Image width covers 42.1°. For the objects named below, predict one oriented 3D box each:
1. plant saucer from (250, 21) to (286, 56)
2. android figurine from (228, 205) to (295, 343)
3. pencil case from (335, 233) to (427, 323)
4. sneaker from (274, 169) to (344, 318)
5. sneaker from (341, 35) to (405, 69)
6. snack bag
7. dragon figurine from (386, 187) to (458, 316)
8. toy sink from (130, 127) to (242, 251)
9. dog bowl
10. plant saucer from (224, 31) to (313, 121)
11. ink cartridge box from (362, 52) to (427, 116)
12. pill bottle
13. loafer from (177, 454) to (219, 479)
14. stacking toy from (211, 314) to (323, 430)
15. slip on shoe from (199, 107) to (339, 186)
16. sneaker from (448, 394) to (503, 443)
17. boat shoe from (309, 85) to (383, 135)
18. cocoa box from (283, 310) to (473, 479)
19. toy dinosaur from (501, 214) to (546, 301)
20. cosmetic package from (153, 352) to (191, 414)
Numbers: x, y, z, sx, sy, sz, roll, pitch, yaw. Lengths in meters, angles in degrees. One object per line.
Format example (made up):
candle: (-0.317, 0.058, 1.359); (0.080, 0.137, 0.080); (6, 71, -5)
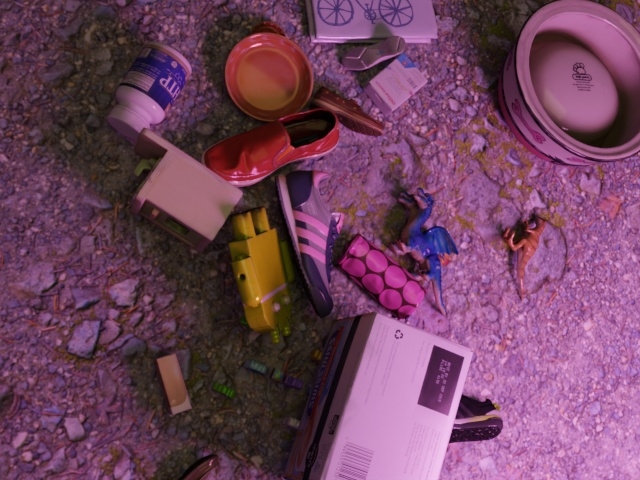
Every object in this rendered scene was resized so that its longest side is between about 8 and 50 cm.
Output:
plant saucer: (-0.118, -0.451, 1.869); (0.083, 0.013, 0.083); (3, 80, -17)
android figurine: (-0.113, 0.070, 1.668); (0.056, 0.248, 0.273); (-13, 93, 18)
pencil case: (0.128, 0.083, 1.808); (0.209, 0.098, 0.095); (42, 36, -4)
sneaker: (0.000, 0.000, 1.759); (0.131, 0.112, 0.319); (-15, 86, -7)
sneaker: (0.122, -0.427, 1.923); (0.152, 0.061, 0.053); (-17, 93, -1)
snack bag: (0.103, -0.628, 1.962); (0.323, 0.037, 0.342); (-6, 82, -19)
dragon figurine: (0.248, 0.020, 1.856); (0.144, 0.085, 0.289); (-35, 90, -20)
toy sink: (-0.298, -0.094, 1.670); (0.234, 0.153, 0.131); (34, 72, -10)
dog bowl: (0.606, -0.359, 1.986); (0.408, 0.150, 0.408); (5, 75, -18)
plant saucer: (-0.116, -0.356, 1.831); (0.200, 0.037, 0.200); (2, 85, -18)
ink cartridge box: (0.172, -0.359, 1.923); (0.122, 0.052, 0.088); (-42, 93, -21)
pill bottle: (-0.356, -0.305, 1.713); (0.112, 0.112, 0.186); (30, 73, -10)
loafer: (-0.253, 0.478, 1.628); (0.148, 0.056, 0.050); (-39, 94, -10)
stacking toy: (-0.098, 0.276, 1.720); (0.221, 0.052, 0.167); (26, 71, -9)
slip on shoe: (-0.103, -0.206, 1.766); (0.331, 0.101, 0.123); (-20, 68, -22)
sneaker: (0.284, 0.385, 1.817); (0.235, 0.084, 0.097); (4, 45, -13)
boat shoe: (0.066, -0.291, 1.870); (0.178, 0.064, 0.060); (24, 75, -9)
cocoa box: (0.109, 0.343, 1.629); (0.231, 0.228, 0.347); (24, 73, -16)
toy dinosaur: (0.476, 0.021, 1.941); (0.112, 0.064, 0.211); (29, 73, -12)
cosmetic package: (-0.294, 0.284, 1.648); (0.041, 0.060, 0.115); (-16, 83, -20)
